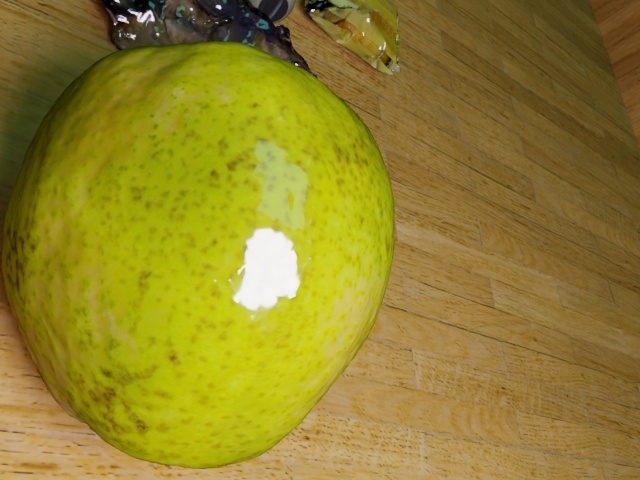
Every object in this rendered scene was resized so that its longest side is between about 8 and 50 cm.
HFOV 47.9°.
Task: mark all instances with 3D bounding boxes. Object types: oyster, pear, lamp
[{"bbox_3d":[-0.125,-0.252,0.969,0.221,0.096,0.361,-42,94,-25],"label":"oyster"},{"bbox_3d":[-0.108,0.018,0.676,0.391,0.391,0.391,25,51,-34],"label":"pear"},{"bbox_3d":[-0.095,-0.421,1.166,0.091,0.091,0.163,18,39,-38],"label":"lamp"}]

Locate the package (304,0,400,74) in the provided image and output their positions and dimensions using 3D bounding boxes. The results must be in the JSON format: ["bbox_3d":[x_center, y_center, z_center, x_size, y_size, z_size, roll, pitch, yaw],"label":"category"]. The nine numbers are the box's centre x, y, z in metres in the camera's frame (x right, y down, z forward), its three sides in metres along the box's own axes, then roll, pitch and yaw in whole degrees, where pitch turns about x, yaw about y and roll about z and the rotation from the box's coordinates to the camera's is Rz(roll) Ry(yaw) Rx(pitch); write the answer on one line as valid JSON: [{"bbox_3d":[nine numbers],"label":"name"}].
[{"bbox_3d":[0.066,-0.409,1.309,0.226,0.090,0.168,29,51,-28],"label":"package"}]
